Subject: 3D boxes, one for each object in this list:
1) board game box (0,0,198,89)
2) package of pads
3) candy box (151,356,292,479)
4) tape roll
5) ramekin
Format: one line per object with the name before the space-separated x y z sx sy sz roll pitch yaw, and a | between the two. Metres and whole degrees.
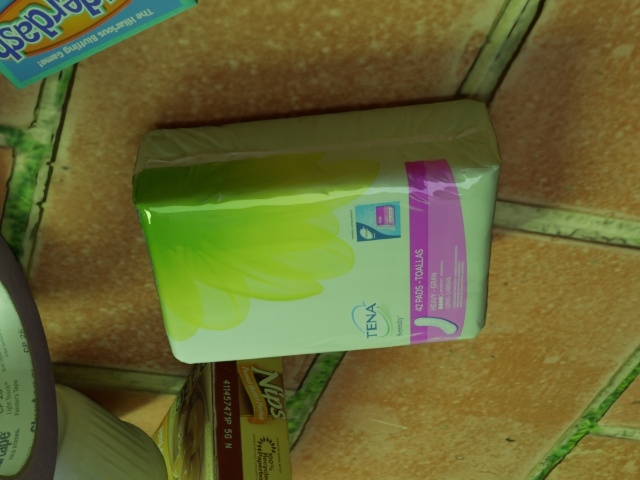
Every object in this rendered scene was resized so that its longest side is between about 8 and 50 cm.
board game box | -0.205 -0.210 0.876 0.160 0.047 0.210 -22 139 19
package of pads | 0.000 0.000 1.117 0.296 0.101 0.229 -5 139 -1
candy box | -0.129 0.272 1.361 0.087 0.183 0.316 13 137 -21
tape roll | -0.311 0.113 1.073 0.090 0.275 0.275 -12 140 8
ramekin | -0.294 0.262 1.278 0.272 0.273 0.127 -25 125 21
